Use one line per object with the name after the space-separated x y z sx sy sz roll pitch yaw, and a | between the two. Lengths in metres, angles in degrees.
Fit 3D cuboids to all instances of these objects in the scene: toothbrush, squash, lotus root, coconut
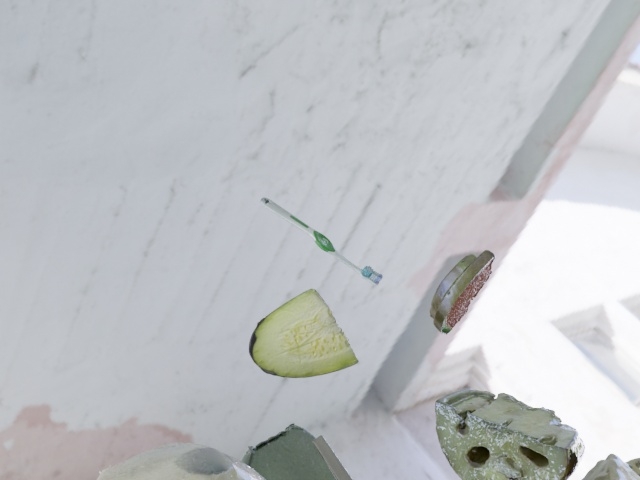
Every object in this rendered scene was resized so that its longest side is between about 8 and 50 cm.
-0.001 0.001 1.836 0.030 0.304 0.030 -56 -3 -4 | toothbrush
-0.057 0.278 2.330 0.204 0.237 0.155 -35 -11 25 | squash
0.297 0.326 1.394 0.119 0.235 0.138 1 -73 -51 | lotus root
-0.203 0.444 1.286 0.297 0.297 0.309 1 -65 -51 | coconut

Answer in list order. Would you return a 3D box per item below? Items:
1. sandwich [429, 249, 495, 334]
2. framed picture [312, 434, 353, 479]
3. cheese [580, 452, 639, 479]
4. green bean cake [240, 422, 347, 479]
0.161 0.062 1.033 0.067 0.029 0.135 -23 -33 -41 | sandwich
0.085 0.389 1.118 0.018 0.265 0.192 -33 -46 -9 | framed picture
0.497 0.461 1.302 0.326 0.318 0.115 24 -58 -34 | cheese
-0.077 0.573 2.118 0.227 0.222 0.125 -25 -27 -48 | green bean cake
